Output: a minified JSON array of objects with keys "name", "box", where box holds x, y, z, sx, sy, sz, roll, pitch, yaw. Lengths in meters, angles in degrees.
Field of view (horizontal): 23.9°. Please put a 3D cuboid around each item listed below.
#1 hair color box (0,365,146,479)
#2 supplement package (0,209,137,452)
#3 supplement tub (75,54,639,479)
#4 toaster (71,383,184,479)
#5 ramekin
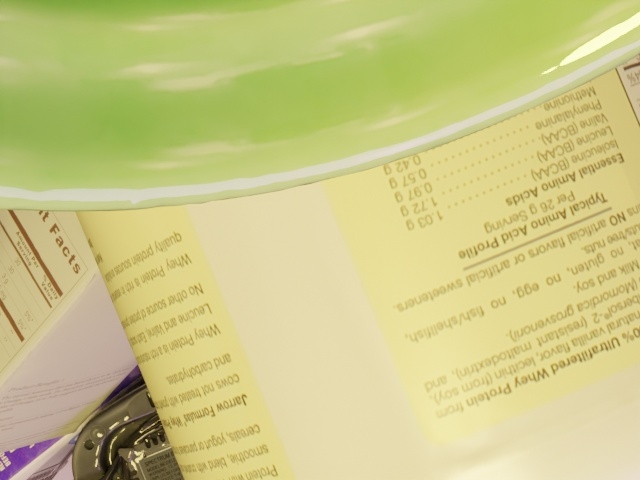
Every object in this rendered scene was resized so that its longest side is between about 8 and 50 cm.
[{"name":"hair color box","box":[-0.177,0.103,0.964,0.339,0.110,0.185,-37,168,7]},{"name":"supplement package","box":[-0.139,0.017,0.756,0.105,0.105,0.179,-8,149,-52]},{"name":"supplement tub","box":[0.035,-0.007,0.560,0.235,0.325,0.235,-22,178,-1]},{"name":"toaster","box":[-0.037,0.126,0.854,0.227,0.129,0.146,-24,174,6]},{"name":"ramekin","box":[-0.011,-0.148,0.287,0.303,0.148,0.303,-17,154,-8]}]
